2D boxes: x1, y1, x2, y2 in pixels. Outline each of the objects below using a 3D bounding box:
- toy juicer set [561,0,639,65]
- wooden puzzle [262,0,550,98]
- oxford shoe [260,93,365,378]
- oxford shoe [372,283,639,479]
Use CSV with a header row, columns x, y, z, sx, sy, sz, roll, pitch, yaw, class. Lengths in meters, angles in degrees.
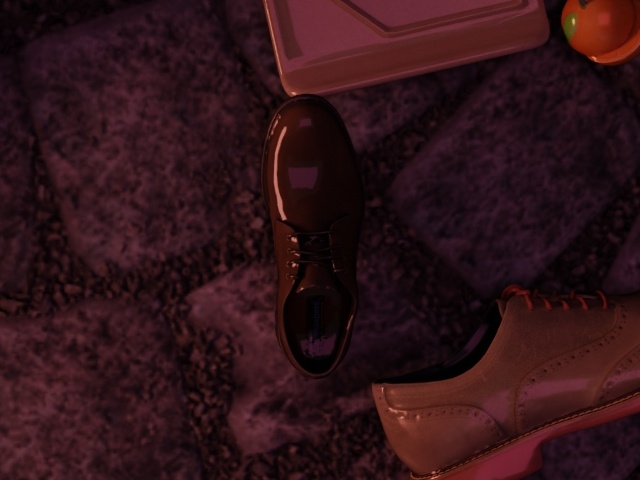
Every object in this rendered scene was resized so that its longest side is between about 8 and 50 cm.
x,y,z,sx,sy,sz,roll,pitch,yaw,class
0.334,-0.236,1.196,0.329,0.089,0.209,-13,100,-9,toy juicer set
0.053,-0.247,1.193,0.221,0.044,0.238,-13,94,-5,wooden puzzle
0.000,0.000,1.175,0.083,0.096,0.227,-6,104,-4,oxford shoe
0.206,0.082,1.211,0.348,0.123,0.130,-30,94,-4,oxford shoe
